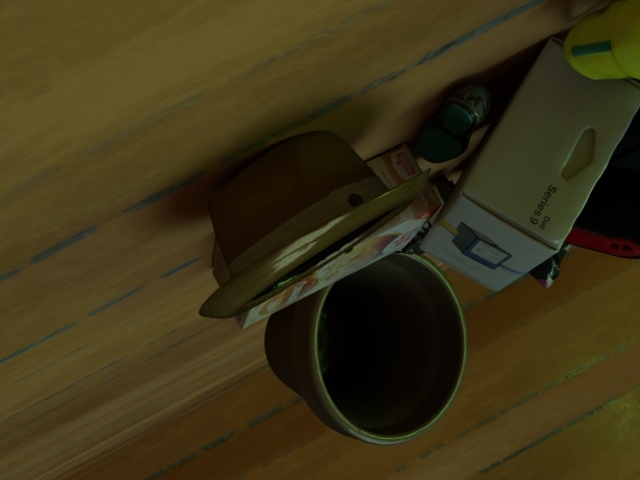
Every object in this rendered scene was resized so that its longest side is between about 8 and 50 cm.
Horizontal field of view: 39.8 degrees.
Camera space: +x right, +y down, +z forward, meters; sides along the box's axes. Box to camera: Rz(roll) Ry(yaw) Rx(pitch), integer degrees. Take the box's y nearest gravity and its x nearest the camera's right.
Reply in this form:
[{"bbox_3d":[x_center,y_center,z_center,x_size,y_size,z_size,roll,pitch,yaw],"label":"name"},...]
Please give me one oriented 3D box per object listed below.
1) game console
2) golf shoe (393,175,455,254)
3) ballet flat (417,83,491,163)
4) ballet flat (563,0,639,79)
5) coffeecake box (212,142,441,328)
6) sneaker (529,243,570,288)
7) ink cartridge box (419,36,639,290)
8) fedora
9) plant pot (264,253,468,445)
[{"bbox_3d":[0.375,-0.105,0.954,0.387,0.060,0.342,-27,-165,-13],"label":"game console"},{"bbox_3d":[0.126,-0.016,1.064,0.094,0.077,0.198,-27,169,-6],"label":"golf shoe"},{"bbox_3d":[0.111,-0.096,0.718,0.041,0.041,0.114,-26,172,-15],"label":"ballet flat"},{"bbox_3d":[0.242,-0.159,0.662,0.077,0.077,0.231,-8,-168,36],"label":"ballet flat"},{"bbox_3d":[0.000,0.000,0.807,0.185,0.068,0.142,-26,170,-15],"label":"coffeecake box"},{"bbox_3d":[0.254,-0.008,0.997,0.077,0.072,0.178,-47,-178,18],"label":"sneaker"},{"bbox_3d":[0.173,-0.055,0.765,0.154,0.093,0.212,-59,177,-10],"label":"ink cartridge box"},{"bbox_3d":[-0.016,-0.020,0.619,0.194,0.079,0.194,-33,175,-4],"label":"fedora"},{"bbox_3d":[0.039,0.144,1.245,0.263,0.263,0.229,-23,-174,-31],"label":"plant pot"}]
